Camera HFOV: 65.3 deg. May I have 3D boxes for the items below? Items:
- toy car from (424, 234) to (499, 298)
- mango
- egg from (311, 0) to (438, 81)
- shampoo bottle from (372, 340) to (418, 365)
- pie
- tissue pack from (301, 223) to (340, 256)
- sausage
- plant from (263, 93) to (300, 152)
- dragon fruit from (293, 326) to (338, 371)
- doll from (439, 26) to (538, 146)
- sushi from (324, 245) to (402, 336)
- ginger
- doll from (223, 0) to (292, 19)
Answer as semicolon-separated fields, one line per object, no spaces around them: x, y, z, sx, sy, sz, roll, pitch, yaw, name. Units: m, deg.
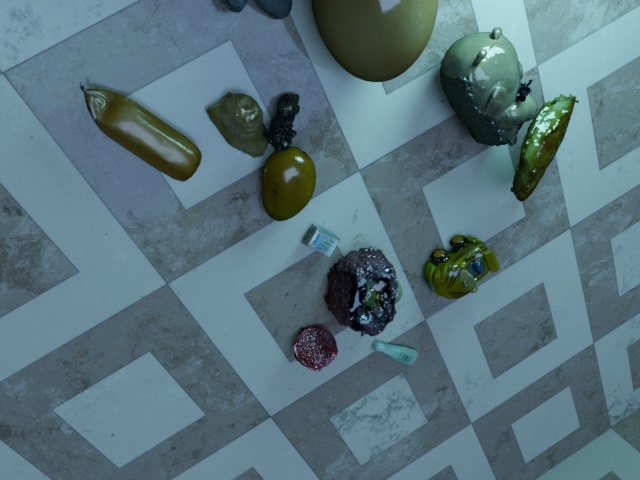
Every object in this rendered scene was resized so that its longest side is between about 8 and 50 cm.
0.495;0.105;1.732;0.248;0.142;0.200;-37;120;-4;toy car
-0.088;-0.157;1.410;0.152;0.120;0.221;-6;122;-15;mango
0.130;-0.569;1.197;0.301;0.301;0.373;-19;120;-12;egg
0.273;0.412;1.847;0.191;0.041;0.069;25;108;-28;shampoo bottle
0.685;-0.286;1.563;0.354;0.103;0.288;-61;160;-7;pie
0.000;0.000;1.547;0.095;0.059;0.074;28;99;-29;tissue pack
-0.446;-0.268;1.232;0.328;0.112;0.112;35;98;-29;sausage
-0.099;-0.318;1.340;0.085;0.087;0.174;18;75;-16;plant
-0.024;0.375;1.692;0.153;0.153;0.110;-11;150;-16;dragon fruit
0.488;-0.426;1.438;0.247;0.247;0.349;-35;130;-3;doll
0.154;0.163;1.615;0.237;0.171;0.269;1;108;-21;sushi
-0.185;-0.299;1.315;0.115;0.123;0.193;-52;128;-16;ginger
-0.184;-0.657;1.150;0.340;0.158;0.245;15;104;-56;doll
